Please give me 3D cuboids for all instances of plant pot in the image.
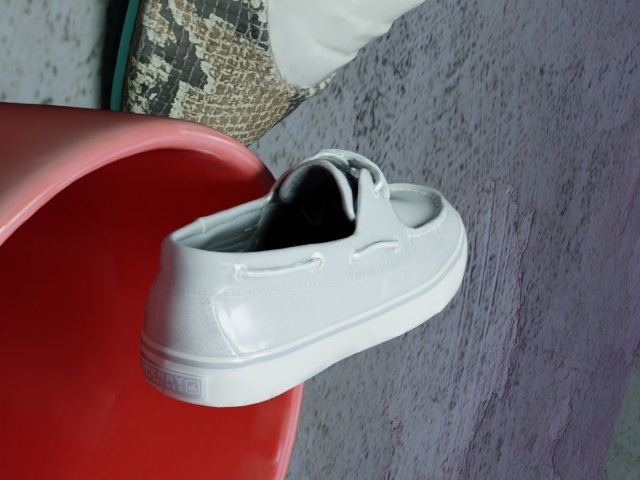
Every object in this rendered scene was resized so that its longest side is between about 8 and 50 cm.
[{"bbox_3d":[-0.174,0.058,0.545,0.275,0.243,0.275,-42,140,-48],"label":"plant pot"}]

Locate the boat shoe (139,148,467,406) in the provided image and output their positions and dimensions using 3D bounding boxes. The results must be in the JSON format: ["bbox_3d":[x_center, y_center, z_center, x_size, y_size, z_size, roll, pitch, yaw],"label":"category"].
[{"bbox_3d":[0.000,0.000,0.520,0.184,0.066,0.063,-21,124,-48],"label":"boat shoe"}]

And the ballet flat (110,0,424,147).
[{"bbox_3d":[0.015,-0.247,0.826,0.164,0.182,0.483,13,92,-66],"label":"ballet flat"}]
